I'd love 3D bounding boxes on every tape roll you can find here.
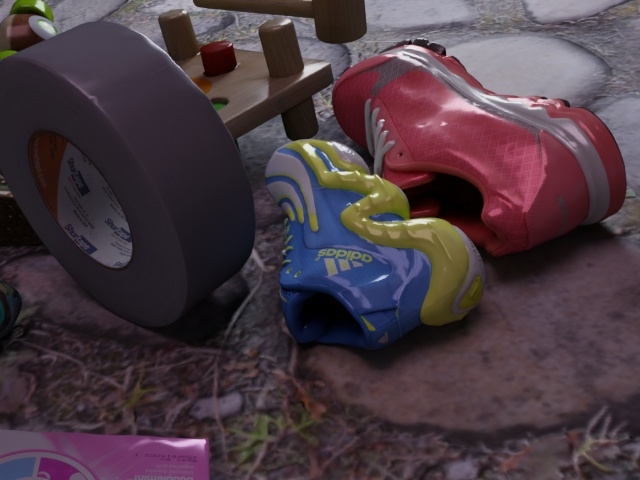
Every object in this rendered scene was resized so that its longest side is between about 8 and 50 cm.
[{"bbox_3d":[-0.150,-0.045,0.580,0.219,0.219,0.072,16,42,37],"label":"tape roll"}]

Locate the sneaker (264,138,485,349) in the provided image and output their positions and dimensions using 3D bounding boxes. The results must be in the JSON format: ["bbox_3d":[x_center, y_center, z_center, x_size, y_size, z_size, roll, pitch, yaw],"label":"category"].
[{"bbox_3d":[0.000,0.000,0.580,0.126,0.091,0.240,-30,37,-24],"label":"sneaker"}]

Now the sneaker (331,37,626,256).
[{"bbox_3d":[0.086,-0.080,0.650,0.136,0.116,0.314,-31,37,-23],"label":"sneaker"}]

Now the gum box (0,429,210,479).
[{"bbox_3d":[-0.138,0.151,0.374,0.188,0.062,0.107,5,32,-12],"label":"gum box"}]

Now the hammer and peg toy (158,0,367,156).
[{"bbox_3d":[-0.123,-0.166,0.843,0.266,0.127,0.361,19,44,42],"label":"hammer and peg toy"}]

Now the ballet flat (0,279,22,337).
[{"bbox_3d":[-0.327,0.072,0.622,0.188,0.070,0.070,-11,33,-1],"label":"ballet flat"}]

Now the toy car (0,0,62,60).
[{"bbox_3d":[-0.287,-0.205,0.961,0.188,0.149,0.155,-2,45,-5],"label":"toy car"}]

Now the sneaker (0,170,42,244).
[{"bbox_3d":[-0.327,-0.043,0.780,0.192,0.064,0.086,-3,39,20],"label":"sneaker"}]
